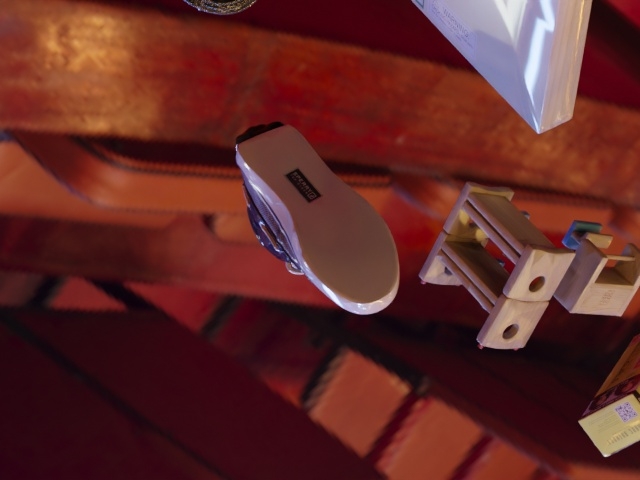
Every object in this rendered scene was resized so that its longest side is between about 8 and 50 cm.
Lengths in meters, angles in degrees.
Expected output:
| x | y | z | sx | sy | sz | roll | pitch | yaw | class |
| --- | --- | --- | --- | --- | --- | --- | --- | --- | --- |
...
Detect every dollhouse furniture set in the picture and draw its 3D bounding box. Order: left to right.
| x | y | z | sx | sy | sz | roll | pitch | yaw | class |
| --- | --- | --- | --- | --- | --- | --- | --- | --- | --- |
| 0.232 | 0.033 | 1.694 | 0.184 | 0.129 | 0.129 | 6 | 122 | -38 | dollhouse furniture set |

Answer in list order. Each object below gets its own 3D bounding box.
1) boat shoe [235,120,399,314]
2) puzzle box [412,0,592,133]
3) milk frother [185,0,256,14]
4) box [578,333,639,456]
| x | y | z | sx | sy | sz | roll | pitch | yaw | class |
| --- | --- | --- | --- | --- | --- | --- | --- | --- | --- |
| 0.000 | 0.000 | 2.078 | 0.127 | 0.340 | 0.158 | -23 | 144 | -14 | boat shoe |
| 0.165 | -0.347 | 1.781 | 0.052 | 0.409 | 0.272 | -24 | 144 | -18 | puzzle box |
| -0.065 | -0.208 | 1.040 | 0.129 | 0.134 | 0.143 | -24 | 116 | 16 | milk frother |
| 0.393 | 0.170 | 1.884 | 0.087 | 0.058 | 0.232 | -35 | -177 | 37 | box |
